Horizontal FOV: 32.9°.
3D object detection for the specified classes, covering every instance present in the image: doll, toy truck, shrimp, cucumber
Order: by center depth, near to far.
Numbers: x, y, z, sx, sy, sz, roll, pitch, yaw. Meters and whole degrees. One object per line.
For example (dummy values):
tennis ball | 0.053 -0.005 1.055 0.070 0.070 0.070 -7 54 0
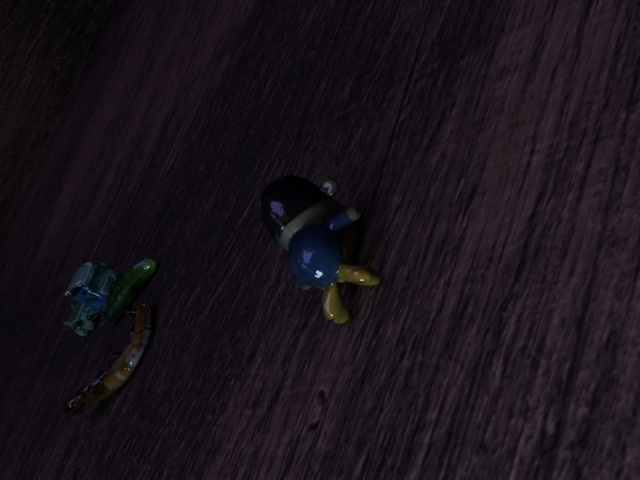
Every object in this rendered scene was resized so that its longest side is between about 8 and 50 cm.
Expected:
doll | 0.000 0.000 1.005 0.102 0.089 0.179 -52 47 24
shrimp | -0.293 0.159 1.517 0.195 0.035 0.148 -41 31 29
cucumber | -0.293 0.074 1.627 0.155 0.037 0.037 -50 24 27
toy truck | -0.378 0.092 1.735 0.175 0.081 0.067 -33 33 51

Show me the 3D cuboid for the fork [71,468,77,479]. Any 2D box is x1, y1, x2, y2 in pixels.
fork | -0.359 0.399 1.402 0.039 0.021 0.235 -36 33 43
